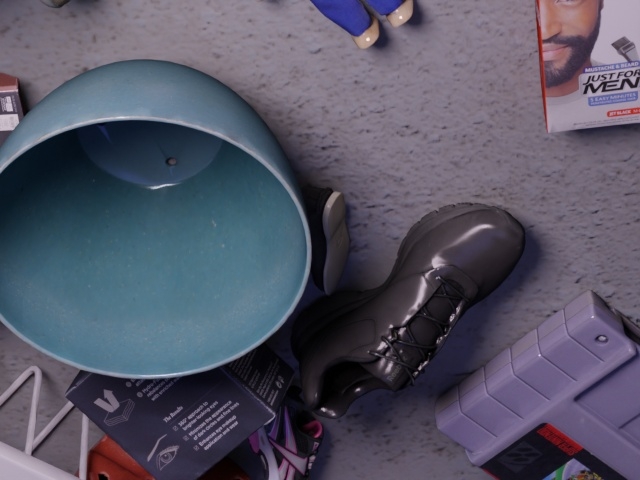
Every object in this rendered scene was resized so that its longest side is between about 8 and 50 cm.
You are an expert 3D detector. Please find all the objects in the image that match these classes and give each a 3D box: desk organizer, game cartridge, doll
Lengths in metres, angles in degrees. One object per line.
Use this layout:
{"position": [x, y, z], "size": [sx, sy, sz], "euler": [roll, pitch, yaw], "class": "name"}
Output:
{"position": [-0.285, -0.097, 1.694], "size": [0.047, 0.050, 0.130], "euler": [-4, 130, 2], "class": "desk organizer"}
{"position": [0.318, 0.218, 1.971], "size": [0.355, 0.068, 0.230], "euler": [36, 116, -27], "class": "game cartridge"}
{"position": [-0.006, -0.243, 1.584], "size": [0.129, 0.046, 0.189], "euler": [-32, 124, 21], "class": "doll"}

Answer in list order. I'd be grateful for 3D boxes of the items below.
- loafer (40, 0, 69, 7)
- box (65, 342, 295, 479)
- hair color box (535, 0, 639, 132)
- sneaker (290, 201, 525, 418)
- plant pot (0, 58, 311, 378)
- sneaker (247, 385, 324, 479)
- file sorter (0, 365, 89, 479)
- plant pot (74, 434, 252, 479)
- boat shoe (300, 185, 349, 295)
{"position": [-0.196, -0.298, 1.501], "size": [0.087, 0.094, 0.251], "euler": [5, 129, -1], "class": "loafer"}
{"position": [-0.138, 0.142, 1.843], "size": [0.158, 0.093, 0.156], "euler": [44, 118, -10], "class": "box"}
{"position": [0.239, -0.179, 1.641], "size": [0.093, 0.053, 0.167], "euler": [-7, 128, 5], "class": "hair color box"}
{"position": [0.090, 0.078, 1.801], "size": [0.109, 0.130, 0.286], "euler": [36, 119, -25], "class": "sneaker"}
{"position": [-0.155, -0.049, 1.644], "size": [0.290, 0.195, 0.290], "euler": [-1, 130, -1], "class": "plant pot"}
{"position": [-0.029, 0.223, 1.958], "size": [0.077, 0.072, 0.178], "euler": [-18, 134, 0], "class": "sneaker"}
{"position": [-0.389, 0.199, 1.857], "size": [0.278, 0.173, 0.193], "euler": [30, 122, -24], "class": "file sorter"}
{"position": [-0.195, 0.359, 1.955], "size": [0.272, 0.272, 0.265], "euler": [17, 120, -15], "class": "plant pot"}
{"position": [0.001, -0.001, 1.790], "size": [0.042, 0.049, 0.133], "euler": [17, 140, 20], "class": "boat shoe"}
